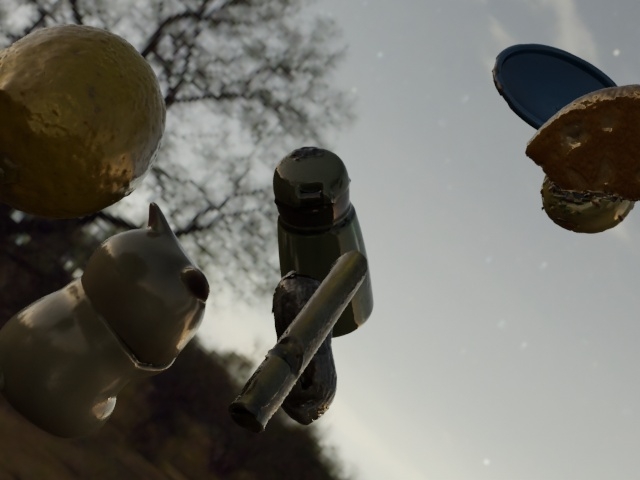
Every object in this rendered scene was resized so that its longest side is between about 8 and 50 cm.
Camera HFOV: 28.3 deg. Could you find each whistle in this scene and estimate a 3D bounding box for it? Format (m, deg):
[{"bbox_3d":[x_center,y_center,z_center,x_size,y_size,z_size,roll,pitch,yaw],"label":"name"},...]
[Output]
[{"bbox_3d":[-0.026,0.142,1.853,0.057,0.326,0.068,30,-34,9],"label":"whistle"}]

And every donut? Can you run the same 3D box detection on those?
[{"bbox_3d":[0.469,-0.094,2.227,0.175,0.174,0.068,36,-9,27],"label":"donut"}]

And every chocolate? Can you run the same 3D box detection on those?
[{"bbox_3d":[-0.026,0.173,2.052,0.110,0.248,0.110,1,-6,0],"label":"chocolate"}]

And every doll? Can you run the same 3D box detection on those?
[{"bbox_3d":[-0.331,0.138,1.909,0.215,0.370,0.226,56,-2,39],"label":"doll"}]

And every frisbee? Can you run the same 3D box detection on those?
[{"bbox_3d":[0.372,-0.216,1.966,0.242,0.242,0.045,38,-46,13],"label":"frisbee"}]

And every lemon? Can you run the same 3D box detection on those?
[{"bbox_3d":[-0.337,-0.151,1.667,0.253,0.310,0.253,14,-51,18],"label":"lemon"}]

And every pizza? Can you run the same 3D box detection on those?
[{"bbox_3d":[0.304,-0.085,1.189,0.246,0.127,0.058,-5,-8,43],"label":"pizza"}]

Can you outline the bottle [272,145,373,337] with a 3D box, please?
[{"bbox_3d":[0.000,-0.002,2.289,0.168,0.168,0.347,31,-40,45],"label":"bottle"}]
